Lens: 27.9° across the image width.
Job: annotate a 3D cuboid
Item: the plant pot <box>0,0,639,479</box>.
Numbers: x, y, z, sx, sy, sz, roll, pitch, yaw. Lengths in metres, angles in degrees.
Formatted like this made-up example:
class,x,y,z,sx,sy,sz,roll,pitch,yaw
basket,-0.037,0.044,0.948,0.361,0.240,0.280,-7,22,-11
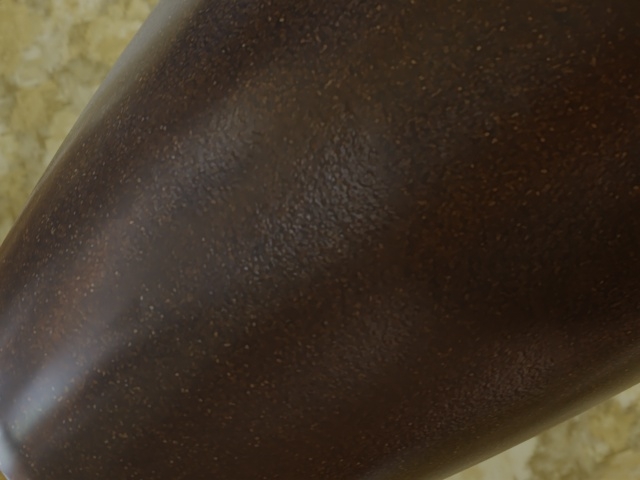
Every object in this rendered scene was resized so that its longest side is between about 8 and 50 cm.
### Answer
class,x,y,z,sx,sy,sz,roll,pitch,yaw
plant pot,0.003,-0.003,0.414,0.230,0.215,0.215,-40,-27,5
